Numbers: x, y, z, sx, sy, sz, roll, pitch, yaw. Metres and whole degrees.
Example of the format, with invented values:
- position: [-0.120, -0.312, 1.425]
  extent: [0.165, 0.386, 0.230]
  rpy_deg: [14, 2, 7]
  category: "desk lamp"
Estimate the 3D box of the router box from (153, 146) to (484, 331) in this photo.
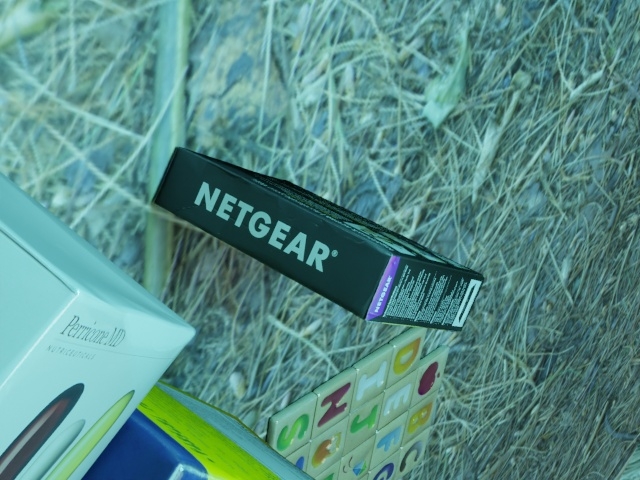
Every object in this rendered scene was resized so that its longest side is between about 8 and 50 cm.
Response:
- position: [0.000, 0.000, 0.682]
  extent: [0.133, 0.179, 0.046]
  rpy_deg: [14, 101, -57]
  category: "router box"

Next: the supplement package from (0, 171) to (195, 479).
- position: [-0.181, 0.065, 0.407]
  extent: [0.203, 0.149, 0.194]
  rpy_deg: [-52, 171, -4]
  category: "supplement package"

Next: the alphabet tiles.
- position: [0.016, 0.240, 1.066]
  extent: [0.342, 0.011, 0.285]
  rpy_deg: [-26, 135, -43]
  category: "alphabet tiles"

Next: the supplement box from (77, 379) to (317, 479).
- position: [-0.117, 0.202, 0.662]
  extent: [0.195, 0.194, 0.356]
  rpy_deg: [-56, 149, -6]
  category: "supplement box"
